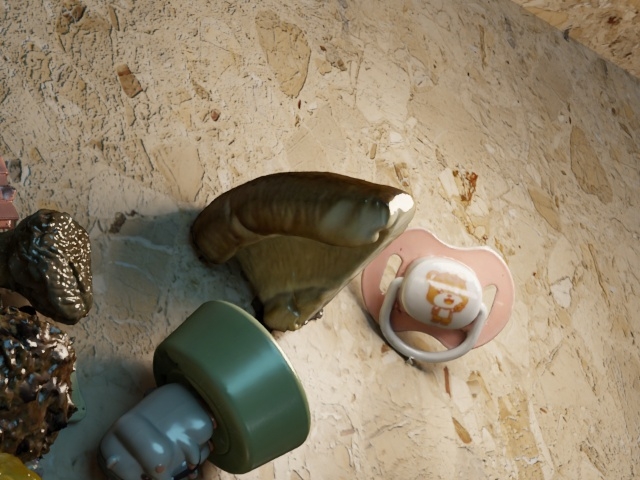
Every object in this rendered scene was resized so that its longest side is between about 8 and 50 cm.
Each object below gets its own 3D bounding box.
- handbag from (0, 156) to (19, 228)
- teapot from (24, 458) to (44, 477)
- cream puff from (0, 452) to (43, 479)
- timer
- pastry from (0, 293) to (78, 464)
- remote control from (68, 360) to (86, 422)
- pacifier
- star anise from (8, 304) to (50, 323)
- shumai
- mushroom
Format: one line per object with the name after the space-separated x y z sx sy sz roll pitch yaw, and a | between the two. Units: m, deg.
-0.605 -0.117 2.019 0.157 0.059 0.212 -4 65 -45 | handbag
-0.454 0.339 1.815 0.064 0.064 0.083 63 7 26 | teapot
-0.529 0.394 1.562 0.257 0.291 0.324 30 49 21 | cream puff
-0.219 0.296 1.946 0.315 0.291 0.290 -34 86 -31 | timer
-0.486 0.211 1.731 0.275 0.193 0.274 -21 119 -45 | pastry
-0.419 0.235 1.929 0.074 0.032 0.122 2 70 -53 | remote control
0.248 0.101 2.558 0.332 0.220 0.273 17 45 -5 | pacifier
-0.495 0.142 1.907 0.191 0.070 0.097 6 67 -57 | star anise
-0.469 0.048 1.943 0.166 0.176 0.206 -84 160 -46 | shumai
-0.017 -0.040 2.271 0.313 0.397 0.224 50 37 2 | mushroom
